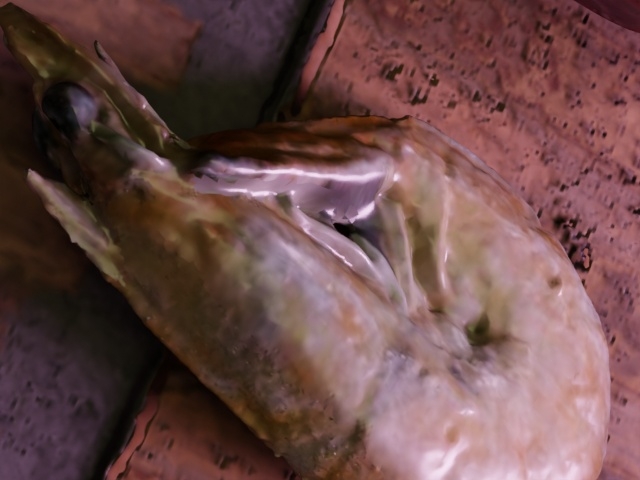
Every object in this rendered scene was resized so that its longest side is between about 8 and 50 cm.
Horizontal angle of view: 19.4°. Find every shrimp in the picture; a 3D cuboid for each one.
[{"bbox_3d":[0.000,0.000,0.770,0.317,0.077,0.168,44,56,-11],"label":"shrimp"}]

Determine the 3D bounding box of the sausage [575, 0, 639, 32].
[{"bbox_3d":[0.135,-0.132,0.855,0.094,0.059,0.054,30,81,-17],"label":"sausage"}]
